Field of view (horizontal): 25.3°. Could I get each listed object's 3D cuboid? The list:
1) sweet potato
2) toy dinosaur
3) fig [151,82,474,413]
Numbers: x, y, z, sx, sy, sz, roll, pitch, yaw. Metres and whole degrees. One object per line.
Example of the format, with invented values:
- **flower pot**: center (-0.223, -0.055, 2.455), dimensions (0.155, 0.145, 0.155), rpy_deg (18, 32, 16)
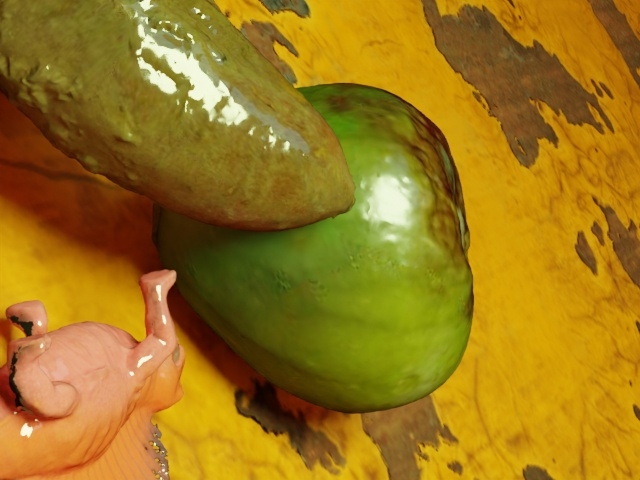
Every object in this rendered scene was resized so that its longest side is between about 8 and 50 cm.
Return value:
- **sweet potato**: center (-0.145, -0.121, 0.673), dimensions (0.385, 0.109, 0.109), rpy_deg (35, 32, -2)
- **toy dinosaur**: center (-0.126, 0.105, 0.622), dimensions (0.286, 0.070, 0.139), rpy_deg (-27, 108, -64)
- **fig**: center (0.000, 0.000, 0.799), dimensions (0.191, 0.181, 0.181), rpy_deg (16, 41, -9)
